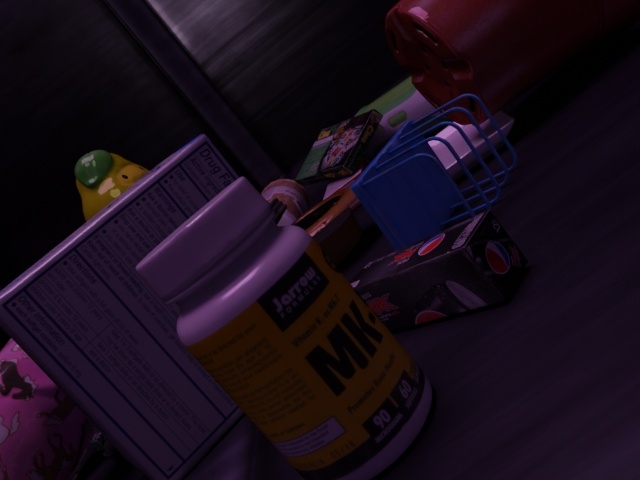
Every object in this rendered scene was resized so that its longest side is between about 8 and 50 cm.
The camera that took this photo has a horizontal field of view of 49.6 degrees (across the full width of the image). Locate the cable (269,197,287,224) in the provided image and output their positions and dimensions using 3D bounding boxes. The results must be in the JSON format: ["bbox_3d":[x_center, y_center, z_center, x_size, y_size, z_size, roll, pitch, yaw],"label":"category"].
[{"bbox_3d":[-0.117,0.050,1.146,0.287,0.072,0.139,-50,-6,23],"label":"cable"}]

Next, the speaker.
[{"bbox_3d":[0.180,-0.256,1.373,0.131,0.131,0.296,-46,12,-32],"label":"speaker"}]

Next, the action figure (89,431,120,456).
[{"bbox_3d":[-0.245,0.238,0.970,0.232,0.063,0.137,-39,13,21],"label":"action figure"}]

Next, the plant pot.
[{"bbox_3d":[0.251,-0.319,0.966,0.265,0.272,0.272,-40,10,-5],"label":"plant pot"}]

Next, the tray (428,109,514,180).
[{"bbox_3d":[0.218,-0.149,1.046,0.145,0.030,0.270,-38,11,16],"label":"tray"}]

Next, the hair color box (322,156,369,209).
[{"bbox_3d":[0.060,-0.106,1.358,0.093,0.053,0.167,-37,12,15],"label":"hair color box"}]

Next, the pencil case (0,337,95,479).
[{"bbox_3d":[-0.369,0.268,0.807,0.386,0.167,0.160,-72,2,-53],"label":"pencil case"}]

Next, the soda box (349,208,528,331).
[{"bbox_3d":[0.096,0.034,0.615,0.053,0.060,0.169,-45,11,-36],"label":"soda box"}]

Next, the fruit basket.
[{"bbox_3d":[-0.343,-0.023,1.435,0.282,0.393,0.392,-1,27,21],"label":"fruit basket"}]

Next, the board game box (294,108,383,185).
[{"bbox_3d":[0.031,-0.184,1.412,0.136,0.030,0.259,-65,20,-10],"label":"board game box"}]

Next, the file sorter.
[{"bbox_3d":[0.136,-0.072,0.774,0.104,0.118,0.170,-27,16,41],"label":"file sorter"}]

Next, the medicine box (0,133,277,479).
[{"bbox_3d":[-0.172,0.075,0.794,0.289,0.264,0.149,-44,16,-24],"label":"medicine box"}]

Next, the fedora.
[{"bbox_3d":[0.000,0.000,1.045,0.194,0.079,0.194,-37,10,8],"label":"fedora"}]

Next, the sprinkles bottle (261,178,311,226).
[{"bbox_3d":[-0.086,-0.038,1.393,0.121,0.121,0.355,-38,10,11],"label":"sprinkles bottle"}]

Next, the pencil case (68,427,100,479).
[{"bbox_3d":[-0.354,0.266,1.080,0.124,0.124,0.284,-28,17,49],"label":"pencil case"}]

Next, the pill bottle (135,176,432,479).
[{"bbox_3d":[-0.026,0.065,0.495,0.119,0.208,0.119,-38,11,9],"label":"pill bottle"}]
